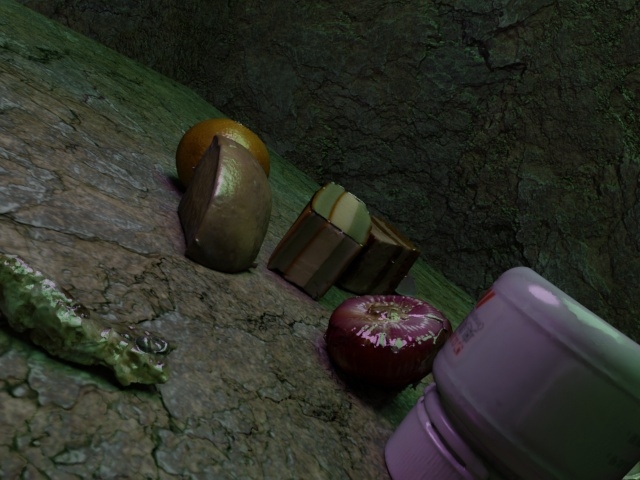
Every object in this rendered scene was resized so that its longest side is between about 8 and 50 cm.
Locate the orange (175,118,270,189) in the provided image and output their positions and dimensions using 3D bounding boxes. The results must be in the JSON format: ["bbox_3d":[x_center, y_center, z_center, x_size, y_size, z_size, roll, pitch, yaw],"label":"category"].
[{"bbox_3d":[-0.236,-0.188,1.220,0.236,0.236,0.236,34,11,-7],"label":"orange"}]

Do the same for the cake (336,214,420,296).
[{"bbox_3d":[0.102,0.032,1.378,0.293,0.199,0.196,16,27,-48],"label":"cake"}]

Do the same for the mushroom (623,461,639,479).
[{"bbox_3d":[0.751,0.517,1.361,0.162,0.236,0.173,-10,6,-24],"label":"mushroom"}]

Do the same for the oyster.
[{"bbox_3d":[-0.226,0.083,0.490,0.200,0.061,0.106,26,15,-42],"label":"oyster"}]

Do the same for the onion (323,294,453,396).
[{"bbox_3d":[0.121,0.189,0.884,0.230,0.163,0.230,-6,18,2],"label":"onion"}]

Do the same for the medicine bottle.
[{"bbox_3d":[0.261,0.226,0.660,0.256,0.325,0.256,33,12,-8],"label":"medicine bottle"}]

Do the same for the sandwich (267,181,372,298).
[{"bbox_3d":[0.000,0.000,1.154,0.155,0.198,0.227,36,25,-3],"label":"sandwich"}]

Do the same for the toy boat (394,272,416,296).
[{"bbox_3d":[0.208,0.099,1.741,0.206,0.096,0.282,35,-4,-36],"label":"toy boat"}]

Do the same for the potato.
[{"bbox_3d":[-0.152,-0.062,0.994,0.211,0.189,0.264,30,12,-28],"label":"potato"}]
